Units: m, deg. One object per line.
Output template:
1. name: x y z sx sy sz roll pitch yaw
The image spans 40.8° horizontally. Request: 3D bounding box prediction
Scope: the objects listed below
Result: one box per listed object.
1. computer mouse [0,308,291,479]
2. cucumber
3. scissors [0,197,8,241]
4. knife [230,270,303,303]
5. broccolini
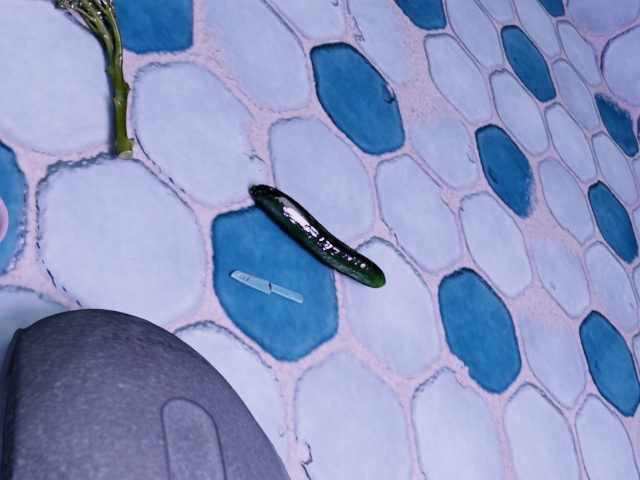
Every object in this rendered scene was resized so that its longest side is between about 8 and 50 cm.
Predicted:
1. computer mouse: -0.103 0.173 0.512 0.203 0.114 0.374 22 33 -39
2. cucumber: 0.000 0.000 0.898 0.184 0.033 0.036 37 63 -25
3. scissors: -0.309 -0.008 0.540 0.118 0.030 0.242 56 35 -5
4. knife: -0.051 0.046 0.829 0.091 0.005 0.014 25 47 -38
5. broccolini: -0.188 -0.162 0.780 0.052 0.054 0.194 9 60 -69
